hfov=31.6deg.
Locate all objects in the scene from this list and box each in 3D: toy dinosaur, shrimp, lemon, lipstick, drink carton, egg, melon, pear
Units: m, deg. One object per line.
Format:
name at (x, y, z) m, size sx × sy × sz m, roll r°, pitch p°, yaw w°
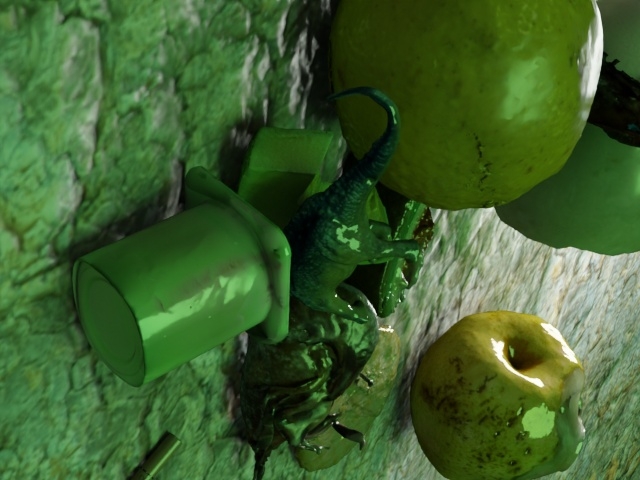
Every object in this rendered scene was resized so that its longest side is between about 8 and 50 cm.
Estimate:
toy dinosaur at (0.008, 0.004, 1.034) m, size 0.147 × 0.077 × 0.363 m, roll 12°, pitch 138°, yaw -27°
shrimp at (0.324, -0.224, 1.264) m, size 0.222 × 0.290 × 0.054 m, roll -46°, pitch 157°, yaw -9°
lemon at (0.134, -0.167, 1.050) m, size 0.258 × 0.257 × 0.310 m, roll -50°, pitch 155°, yaw -19°
lipstick at (-0.178, 0.239, 1.163) m, size 0.094 × 0.019 × 0.019 m, roll -51°, pitch 150°, yaw -18°
drink carton at (-0.123, 0.044, 0.961) m, size 0.142 × 0.146 × 0.144 m, roll -29°, pitch 139°, yaw -32°
shrimp at (-0.025, 0.175, 1.256) m, size 0.145 × 0.116 × 0.343 m, roll 3°, pitch 130°, yaw -21°
egg at (0.358, -0.151, 1.406) m, size 0.278 × 0.278 × 0.336 m, roll -9°, pitch 120°, yaw -56°
melon at (-0.009, -0.041, 1.089) m, size 0.209 × 0.117 × 0.064 m, roll 54°, pitch 31°, yaw -56°
pear at (0.254, 0.235, 1.656) m, size 0.271 × 0.271 × 0.271 m, roll -39°, pitch 145°, yaw -34°

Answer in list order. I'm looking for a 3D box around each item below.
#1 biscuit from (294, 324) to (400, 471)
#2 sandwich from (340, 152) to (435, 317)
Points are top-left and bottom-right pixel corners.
biscuit at (0.038, 0.205, 1.469) m, size 0.220 × 0.033 × 0.220 m, roll -40°, pitch 146°, yaw -34°
sandwich at (0.081, -0.012, 1.262) m, size 0.160 × 0.109 × 0.185 m, roll -7°, pitch 122°, yaw -54°
